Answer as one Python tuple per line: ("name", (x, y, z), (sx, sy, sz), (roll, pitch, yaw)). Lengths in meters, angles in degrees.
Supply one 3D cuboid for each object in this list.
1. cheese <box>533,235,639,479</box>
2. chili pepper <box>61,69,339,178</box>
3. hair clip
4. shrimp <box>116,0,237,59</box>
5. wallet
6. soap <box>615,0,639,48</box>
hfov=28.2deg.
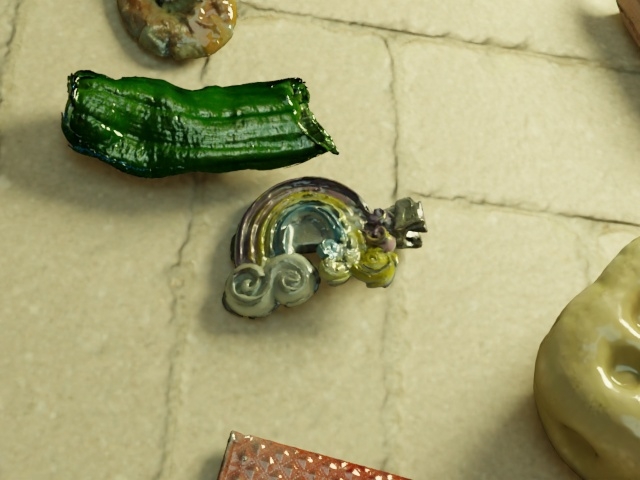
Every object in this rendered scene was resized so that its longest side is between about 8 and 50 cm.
("cheese", (0.277, 0.101, 0.981), (0.235, 0.117, 0.217), (10, 60, -6))
("chili pepper", (-0.096, -0.093, 1.035), (0.224, 0.061, 0.098), (3, 57, -12))
("hair clip", (0.000, -0.001, 1.020), (0.172, 0.049, 0.116), (-9, 51, -8))
("shrimp", (-0.141, -0.236, 1.112), (0.101, 0.042, 0.190), (-26, 72, -15))
("wallet", (0.016, 0.209, 0.923), (0.197, 0.020, 0.103), (15, 62, -4))
("soap", (0.428, -0.219, 1.192), (0.273, 0.098, 0.217), (-18, 68, -21))
